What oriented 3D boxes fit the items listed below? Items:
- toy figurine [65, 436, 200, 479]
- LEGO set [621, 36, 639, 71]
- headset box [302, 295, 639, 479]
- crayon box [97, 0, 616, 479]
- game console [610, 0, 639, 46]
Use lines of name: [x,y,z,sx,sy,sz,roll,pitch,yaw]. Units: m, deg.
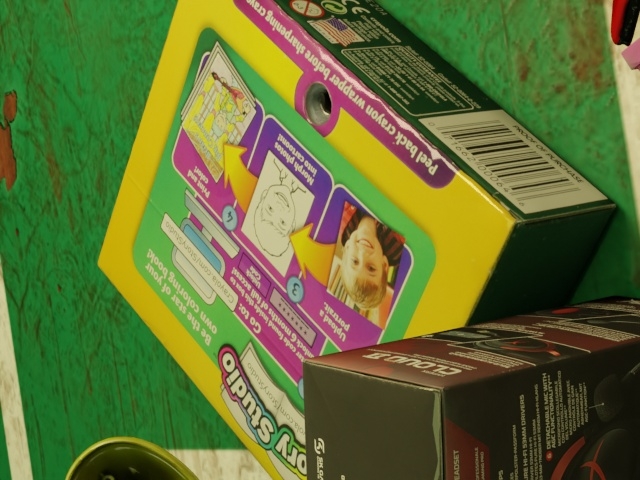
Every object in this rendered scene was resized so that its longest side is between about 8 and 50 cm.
toy figurine: [-0.031,0.305,1.037,0.362,0.217,0.191,35,94,17]
LEGO set: [0.277,-0.124,0.711,0.227,0.087,0.093,-40,73,42]
headset box: [0.112,0.158,0.787,0.110,0.293,0.218,6,101,49]
crayon box: [0.000,0.000,1.041,0.363,0.106,0.313,46,130,34]
game console: [0.212,-0.188,0.770,0.124,0.085,0.144,92,-170,-50]
